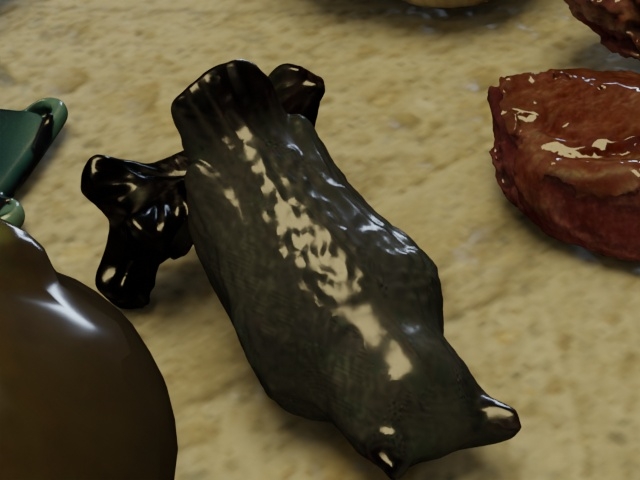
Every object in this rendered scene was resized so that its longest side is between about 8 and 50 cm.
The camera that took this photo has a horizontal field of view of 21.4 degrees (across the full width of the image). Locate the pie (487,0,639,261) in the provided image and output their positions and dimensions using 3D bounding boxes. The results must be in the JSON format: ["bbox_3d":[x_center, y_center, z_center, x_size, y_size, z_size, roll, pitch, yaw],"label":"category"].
[{"bbox_3d":[0.175,-0.084,0.742,0.204,0.054,0.218,-5,49,18],"label":"pie"}]

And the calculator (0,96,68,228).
[{"bbox_3d":[-0.175,-0.024,0.793,0.094,0.019,0.141,7,43,19],"label":"calculator"}]

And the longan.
[{"bbox_3d":[-0.142,0.070,0.553,0.189,0.189,0.189,-5,39,4],"label":"longan"}]

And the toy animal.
[{"bbox_3d":[0.002,0.000,0.657,0.121,0.117,0.210,-22,38,-27],"label":"toy animal"}]

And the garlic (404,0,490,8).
[{"bbox_3d":[0.059,-0.246,0.873,0.218,0.212,0.218,-4,45,4],"label":"garlic"}]
